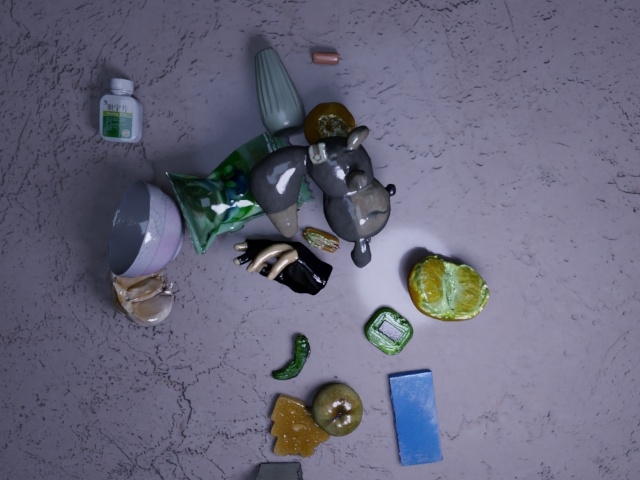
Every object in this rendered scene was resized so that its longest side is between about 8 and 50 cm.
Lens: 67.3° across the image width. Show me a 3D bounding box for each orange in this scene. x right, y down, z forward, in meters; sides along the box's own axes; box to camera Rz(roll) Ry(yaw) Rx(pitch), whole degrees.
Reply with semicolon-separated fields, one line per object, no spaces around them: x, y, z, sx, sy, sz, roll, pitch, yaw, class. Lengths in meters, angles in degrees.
0.369;0.153;1.443;0.237;0.158;0.180;12;61;-5;orange
0.026;-0.330;1.409;0.154;0.134;0.155;1;96;9;orange

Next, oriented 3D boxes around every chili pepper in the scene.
-0.085;0.388;1.555;0.073;0.050;0.182;31;100;-10;chili pepper

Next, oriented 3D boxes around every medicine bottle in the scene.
-0.601;-0.390;1.453;0.119;0.069;0.183;6;97;3;medicine bottle

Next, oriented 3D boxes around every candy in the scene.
-0.235;-0.153;1.432;0.397;0.172;0.263;-26;101;-8;candy

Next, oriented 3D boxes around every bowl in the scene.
-0.504;-0.024;1.425;0.143;0.287;0.287;16;101;-42;bowl

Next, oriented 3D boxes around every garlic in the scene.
-0.568;0.175;1.503;0.229;0.178;0.143;51;129;12;garlic

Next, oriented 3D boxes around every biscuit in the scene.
-0.083;0.610;1.590;0.212;0.041;0.239;-23;98;10;biscuit

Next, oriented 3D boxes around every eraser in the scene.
0.311;0.578;1.571;0.144;0.042;0.312;-9;98;2;eraser

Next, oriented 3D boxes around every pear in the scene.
0.055;0.538;1.525;0.167;0.136;0.167;1;86;-14;pear

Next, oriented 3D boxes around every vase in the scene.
-0.130;-0.435;1.407;0.128;0.128;0.248;-16;87;4;vase

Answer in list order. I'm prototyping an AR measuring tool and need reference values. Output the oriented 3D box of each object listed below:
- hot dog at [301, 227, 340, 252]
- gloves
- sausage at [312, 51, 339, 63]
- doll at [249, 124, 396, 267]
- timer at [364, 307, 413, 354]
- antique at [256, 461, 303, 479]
0.000;0.000;1.500;0.133;0.041;0.057;23;98;-1;hot dog
-0.120;0.073;1.462;0.300;0.197;0.153;13;63;-16;gloves
0.016;-0.542;1.427;0.083;0.034;0.034;4;98;1;sausage
0.023;-0.121;1.381;0.378;0.252;0.383;-5;117;21;doll
0.218;0.290;1.531;0.140;0.047;0.128;37;97;-3;timer
-0.132;0.827;1.569;0.146;0.148;0.152;-3;100;4;antique
